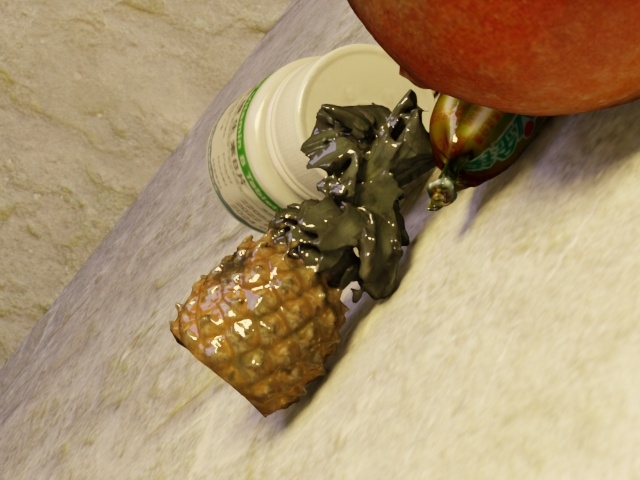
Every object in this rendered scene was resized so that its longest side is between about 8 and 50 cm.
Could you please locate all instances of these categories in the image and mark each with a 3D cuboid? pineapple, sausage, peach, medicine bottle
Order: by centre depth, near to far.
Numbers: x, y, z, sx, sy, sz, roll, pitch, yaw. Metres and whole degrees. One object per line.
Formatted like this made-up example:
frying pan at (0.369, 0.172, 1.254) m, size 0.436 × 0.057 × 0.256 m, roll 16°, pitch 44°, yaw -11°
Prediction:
peach at (0.119, -0.183, 0.765) m, size 0.252 × 0.252 × 0.252 m, roll -50°, pitch 13°, yaw 15°
sausage at (0.163, -0.171, 0.928) m, size 0.371 × 0.082 × 0.082 m, roll -57°, pitch 13°, yaw -17°
pineapple at (0.000, 0.000, 0.957) m, size 0.237 × 0.119 × 0.111 m, roll -51°, pitch 25°, yaw 0°
medicine bottle at (-0.002, -0.079, 1.144) m, size 0.139 × 0.139 × 0.237 m, roll -56°, pitch 13°, yaw -14°

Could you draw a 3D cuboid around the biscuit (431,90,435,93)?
biscuit at (0.148, -0.219, 1.197) m, size 0.309 × 0.040 × 0.204 m, roll -38°, pitch 20°, yaw 49°
